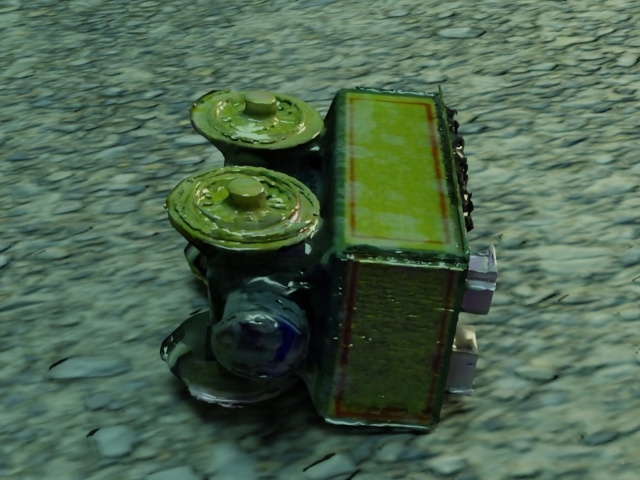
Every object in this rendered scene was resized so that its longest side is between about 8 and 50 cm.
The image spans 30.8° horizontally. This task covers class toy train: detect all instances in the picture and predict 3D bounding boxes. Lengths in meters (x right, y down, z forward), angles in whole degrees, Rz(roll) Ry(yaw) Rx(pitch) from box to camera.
[{"bbox_3d":[0.000,0.000,0.699,0.177,0.134,0.261,5,32,-3],"label":"toy train"}]
